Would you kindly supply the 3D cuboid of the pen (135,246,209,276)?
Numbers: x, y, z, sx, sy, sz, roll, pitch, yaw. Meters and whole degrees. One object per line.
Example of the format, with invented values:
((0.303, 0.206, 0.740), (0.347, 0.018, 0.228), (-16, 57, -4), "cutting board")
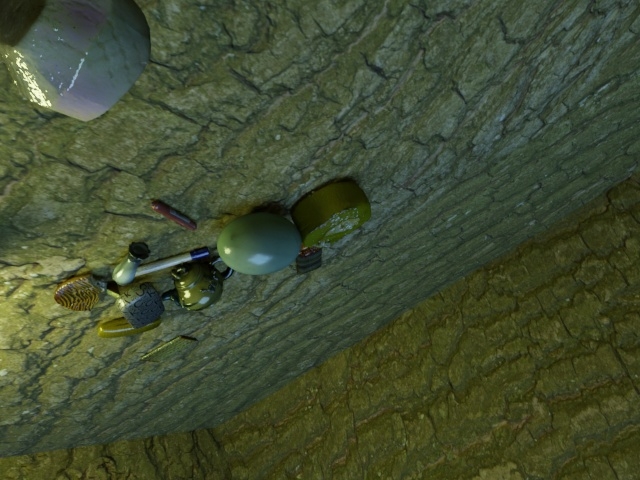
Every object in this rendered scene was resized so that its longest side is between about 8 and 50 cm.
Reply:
((-0.505, 0.073, 1.895), (0.269, 0.033, 0.033), (-17, 154, -14), "pen")

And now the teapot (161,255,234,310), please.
((-0.424, 0.135, 1.955), (0.270, 0.173, 0.182), (-36, 132, 2), "teapot")

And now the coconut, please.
((-0.404, -0.331, 0.945), (0.260, 0.259, 0.259), (-19, 154, -9), "coconut")

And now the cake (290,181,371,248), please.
((0.035, -0.086, 1.909), (0.261, 0.156, 0.179), (-37, 158, 23), "cake")

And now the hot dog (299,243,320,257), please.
((0.000, 0.000, 2.124), (0.249, 0.076, 0.102), (-27, 158, 6), "hot dog")

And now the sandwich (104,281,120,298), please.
((-0.696, 0.158, 1.896), (0.083, 0.044, 0.030), (26, 137, -1), "sandwich")

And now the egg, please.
((-0.193, 0.010, 1.832), (0.283, 0.202, 0.203), (-3, 148, -28), "egg")

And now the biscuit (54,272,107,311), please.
((-0.774, 0.179, 1.858), (0.177, 0.031, 0.228), (-13, 151, -3), "biscuit")

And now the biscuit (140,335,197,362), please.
((-0.687, 0.494, 2.580), (0.232, 0.016, 0.139), (-30, 154, 13), "biscuit")

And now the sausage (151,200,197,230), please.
((-0.429, -0.071, 1.680), (0.029, 0.029, 0.223), (-29, 154, 12), "sausage")

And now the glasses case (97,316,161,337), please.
((-0.724, 0.324, 2.160), (0.234, 0.064, 0.079), (-7, 157, -31), "glasses case")

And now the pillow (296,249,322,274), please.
((-0.044, 0.077, 2.279), (0.113, 0.038, 0.203), (-18, 154, -10), "pillow")

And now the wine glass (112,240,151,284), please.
((-0.592, 0.073, 1.778), (0.072, 0.072, 0.155), (2, 144, -42), "wine glass")

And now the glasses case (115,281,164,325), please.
((-0.625, 0.231, 1.992), (0.137, 0.085, 0.354), (-35, 169, -19), "glasses case")
